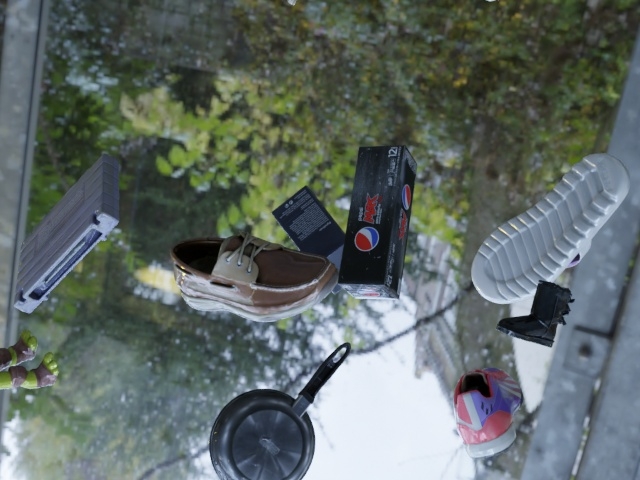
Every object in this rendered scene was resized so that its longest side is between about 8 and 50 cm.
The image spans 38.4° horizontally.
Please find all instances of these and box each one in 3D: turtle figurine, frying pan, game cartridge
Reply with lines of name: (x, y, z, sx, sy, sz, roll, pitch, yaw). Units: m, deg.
turtle figurine: (-0.517, 0.216, 1.401, 0.217, 0.087, 0.269, -13, -154, -43)
frying pan: (-0.044, 0.339, 1.662, 0.326, 0.197, 0.053, -24, -178, -17)
game cartridge: (-0.585, -0.018, 2.135, 0.068, 0.355, 0.230, 34, -152, -30)

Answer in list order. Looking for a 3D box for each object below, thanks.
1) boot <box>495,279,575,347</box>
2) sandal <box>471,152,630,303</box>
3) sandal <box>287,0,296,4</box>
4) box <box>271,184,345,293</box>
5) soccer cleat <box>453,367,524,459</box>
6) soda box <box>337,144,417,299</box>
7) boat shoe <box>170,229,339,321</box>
boot: (0.338, 0.110, 1.443, 0.121, 0.099, 0.045, 16, -174, -27)
sandal: (0.487, -0.006, 1.904, 0.102, 0.416, 0.169, 6, -130, -44)
sandal: (-0.050, -0.572, 1.925, 0.049, 0.180, 0.072, 24, -128, -1)
box: (0.000, 0.000, 1.822, 0.158, 0.093, 0.156, 51, 179, 28)
soccer cleat: (0.286, 0.265, 1.599, 0.108, 0.117, 0.318, -18, -173, 16)
soda box: (0.066, -0.021, 1.034, 0.060, 0.169, 0.053, 1, 159, 25)
boat shoe: (-0.120, 0.049, 1.467, 0.324, 0.116, 0.123, -3, -142, 35)
